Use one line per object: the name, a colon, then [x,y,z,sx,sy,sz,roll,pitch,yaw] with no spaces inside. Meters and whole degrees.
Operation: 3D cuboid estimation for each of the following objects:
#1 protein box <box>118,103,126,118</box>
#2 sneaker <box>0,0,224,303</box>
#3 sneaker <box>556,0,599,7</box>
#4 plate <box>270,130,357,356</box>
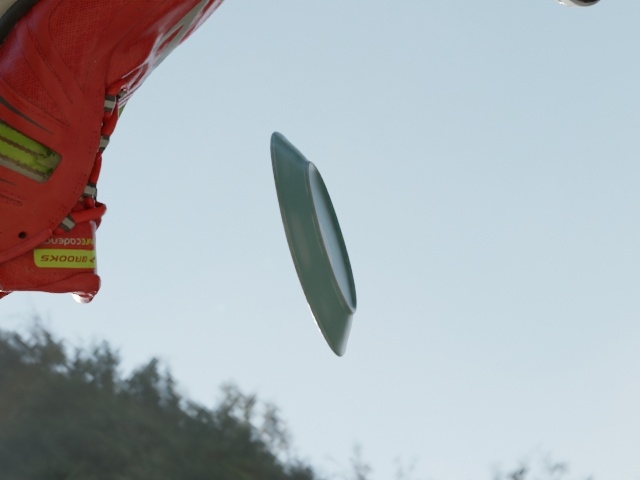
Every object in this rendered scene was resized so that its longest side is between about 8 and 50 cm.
protein box: [-0.233,-0.214,1.071,0.201,0.136,0.200,-2,-54,-58]
sneaker: [-0.125,-0.031,0.599,0.279,0.118,0.107,-44,-18,10]
sneaker: [0.224,-0.298,1.020,0.101,0.153,0.268,-37,-53,-32]
plate: [0.000,0.000,1.056,0.024,0.188,0.188,-16,-35,8]
